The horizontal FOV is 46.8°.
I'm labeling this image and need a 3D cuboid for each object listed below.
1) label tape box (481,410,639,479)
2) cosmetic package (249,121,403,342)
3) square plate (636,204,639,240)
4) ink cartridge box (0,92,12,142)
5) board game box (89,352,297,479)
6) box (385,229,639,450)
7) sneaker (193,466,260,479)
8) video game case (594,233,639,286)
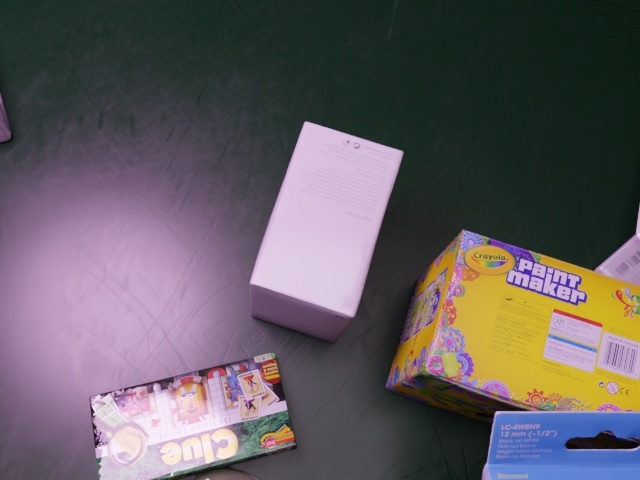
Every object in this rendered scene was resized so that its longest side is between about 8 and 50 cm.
[{"bbox_3d":[0.293,0.353,0.773,0.249,0.115,0.348,1,112,-4],"label":"label tape box"},{"bbox_3d":[0.000,0.000,0.995,0.138,0.224,0.225,16,73,0],"label":"cosmetic package"},{"bbox_3d":[0.681,-0.105,1.155,0.344,0.049,0.347,19,69,-3],"label":"square plate"},{"bbox_3d":[-0.586,-0.201,1.073,0.219,0.092,0.160,-19,77,-9],"label":"ink cartridge box"},{"bbox_3d":[-0.172,0.246,1.000,0.259,0.030,0.136,-13,65,-8],"label":"board game box"},{"bbox_3d":[0.262,0.144,0.947,0.289,0.279,0.177,18,74,0],"label":"box"},{"bbox_3d":[-0.079,0.350,0.959,0.192,0.086,0.064,29,74,4],"label":"sneaker"},{"bbox_3d":[0.567,0.056,1.129,0.227,0.026,0.206,-37,80,-14],"label":"video game case"}]
